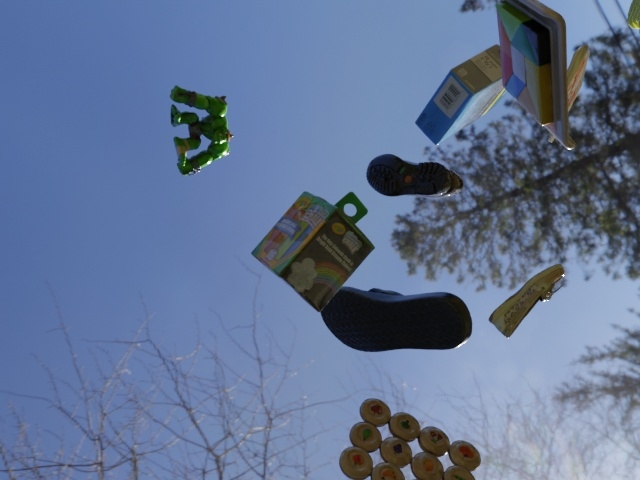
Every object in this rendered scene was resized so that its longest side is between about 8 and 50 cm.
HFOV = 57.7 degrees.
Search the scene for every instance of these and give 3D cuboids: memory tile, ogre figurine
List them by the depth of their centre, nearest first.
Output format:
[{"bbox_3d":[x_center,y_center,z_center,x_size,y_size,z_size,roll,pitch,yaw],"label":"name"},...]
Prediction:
[{"bbox_3d":[0.100,0.238,0.633,0.147,0.012,0.113,23,-144,10],"label":"memory tile"},{"bbox_3d":[-0.248,-0.233,1.214,0.118,0.097,0.197,-16,-65,-22],"label":"ogre figurine"}]

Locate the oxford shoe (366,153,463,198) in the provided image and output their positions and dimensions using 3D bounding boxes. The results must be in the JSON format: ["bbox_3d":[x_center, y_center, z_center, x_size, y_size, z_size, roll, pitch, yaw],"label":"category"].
[{"bbox_3d":[0.182,-0.117,1.147,0.096,0.227,0.083,10,-82,-41],"label":"oxford shoe"}]

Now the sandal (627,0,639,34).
[{"bbox_3d":[0.628,-0.407,1.010,0.138,0.126,0.317,14,-137,9],"label":"sandal"}]

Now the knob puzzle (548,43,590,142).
[{"bbox_3d":[0.526,-0.333,1.243,0.213,0.030,0.213,-44,-32,-37],"label":"knob puzzle"}]

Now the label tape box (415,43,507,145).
[{"bbox_3d":[0.487,-0.474,1.823,0.347,0.249,0.115,-36,-102,-30],"label":"label tape box"}]

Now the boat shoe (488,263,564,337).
[{"bbox_3d":[0.664,0.188,1.827,0.089,0.285,0.104,51,-173,29],"label":"boat shoe"}]

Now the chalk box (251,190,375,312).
[{"bbox_3d":[0.000,0.000,1.109,0.213,0.132,0.132,-49,-55,-6],"label":"chalk box"}]

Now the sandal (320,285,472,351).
[{"bbox_3d":[0.183,0.194,1.450,0.107,0.445,0.168,-17,-78,-46],"label":"sandal"}]

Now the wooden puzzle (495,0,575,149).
[{"bbox_3d":[0.335,-0.286,0.937,0.221,0.044,0.239,-104,-10,-52],"label":"wooden puzzle"}]
